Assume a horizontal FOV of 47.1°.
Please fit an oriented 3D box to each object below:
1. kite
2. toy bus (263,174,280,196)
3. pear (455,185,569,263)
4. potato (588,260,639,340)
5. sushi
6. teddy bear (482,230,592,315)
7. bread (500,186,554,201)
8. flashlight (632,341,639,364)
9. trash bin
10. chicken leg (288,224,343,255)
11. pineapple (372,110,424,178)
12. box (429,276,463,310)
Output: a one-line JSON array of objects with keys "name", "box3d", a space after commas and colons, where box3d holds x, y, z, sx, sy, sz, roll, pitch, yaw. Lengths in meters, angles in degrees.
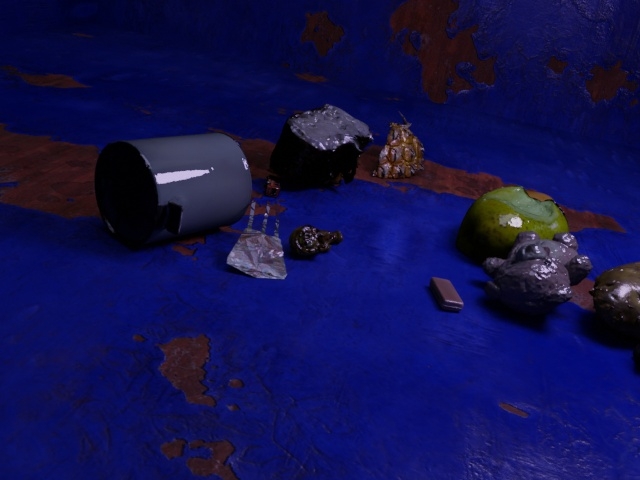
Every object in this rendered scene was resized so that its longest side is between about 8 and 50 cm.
[{"name": "kite", "box3d": [-0.129, -0.012, 1.564, 0.127, 0.016, 0.230, 16, 45, -16]}, {"name": "toy bus", "box3d": [-0.131, -0.149, 1.997, 0.043, 0.031, 0.110, 15, 21, -8]}, {"name": "pear", "box3d": [0.466, -0.034, 1.854, 0.292, 0.160, 0.292, 8, 25, -4]}, {"name": "potato", "box3d": [0.697, 0.133, 1.587, 0.296, 0.141, 0.192, -2, 42, -33]}, {"name": "sushi", "box3d": [0.012, -0.251, 2.089, 0.234, 0.208, 0.348, 38, 31, 20]}, {"name": "teddy bear", "box3d": [0.474, 0.069, 1.616, 0.235, 0.151, 0.267, 0, 11, 33]}, {"name": "bread", "box3d": [0.619, -0.102, 2.184, 0.173, 0.085, 0.134, 8, 23, -8]}, {"name": "flashlight", "box3d": [0.814, 0.272, 1.378, 0.423, 0.103, 0.103, 23, 25, 22]}, {"name": "trash bin", "box3d": [-0.312, -0.115, 1.575, 0.277, 0.217, 0.262, 34, 30, 32]}, {"name": "chicken leg", "box3d": [0.000, 0.000, 1.668, 0.093, 0.070, 0.178, 24, 15, 28]}, {"name": "pineapple", "box3d": [0.280, -0.309, 2.419, 0.161, 0.159, 0.334, 16, 22, 9]}, {"name": "box", "box3d": [0.267, 0.115, 1.563, 0.048, 0.025, 0.115, 12, 22, -13]}]
